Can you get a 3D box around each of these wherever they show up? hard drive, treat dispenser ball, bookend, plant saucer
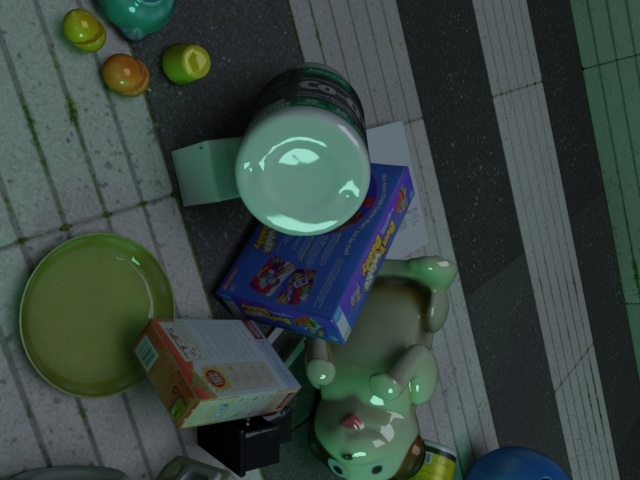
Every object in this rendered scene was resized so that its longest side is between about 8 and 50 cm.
[{"bbox_3d":[0.161,-0.114,1.438,0.203,0.040,0.308,-24,103,-45],"label":"hard drive"},{"bbox_3d":[0.498,0.666,1.532,0.288,0.288,0.289,6,82,-46],"label":"treat dispenser ball"},{"bbox_3d":[-0.101,0.313,1.016,0.156,0.157,0.073,-2,93,-34],"label":"bookend"},{"bbox_3d":[-0.328,0.110,0.909,0.240,0.037,0.241,7,80,-46],"label":"plant saucer"}]

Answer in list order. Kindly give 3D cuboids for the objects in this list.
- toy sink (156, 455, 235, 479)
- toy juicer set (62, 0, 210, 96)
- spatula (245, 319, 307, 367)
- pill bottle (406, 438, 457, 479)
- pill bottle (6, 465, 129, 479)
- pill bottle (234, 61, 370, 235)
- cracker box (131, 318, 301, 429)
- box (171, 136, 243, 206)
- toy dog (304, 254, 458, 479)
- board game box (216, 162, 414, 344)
[{"bbox_3d":[-0.194,0.426,0.935,0.131,0.152,0.234,-46,117,-39],"label":"toy sink"},{"bbox_3d":[-0.315,-0.381,0.946,0.209,0.089,0.329,-31,117,-30],"label":"toy juicer set"},{"bbox_3d":[-0.120,0.220,1.132,0.242,0.019,0.168,-49,114,-38],"label":"spatula"},{"bbox_3d":[0.231,0.567,1.386,0.119,0.119,0.209,38,61,-37],"label":"pill bottle"},{"bbox_3d":[-0.334,0.449,0.778,0.161,0.161,0.284,9,79,-45],"label":"pill bottle"},{"bbox_3d":[-0.023,-0.176,1.039,0.204,0.204,0.361,58,16,-25],"label":"pill bottle"},{"bbox_3d":[-0.156,0.199,0.954,0.067,0.156,0.232,-52,148,18],"label":"cracker box"},{"bbox_3d":[-0.181,-0.116,1.037,0.087,0.101,0.101,-18,99,-48],"label":"box"},{"bbox_3d":[0.093,0.259,1.206,0.395,0.284,0.408,73,26,-69],"label":"toy dog"},{"bbox_3d":[0.000,0.000,1.112,0.347,0.233,0.078,-61,146,-30],"label":"board game box"}]
